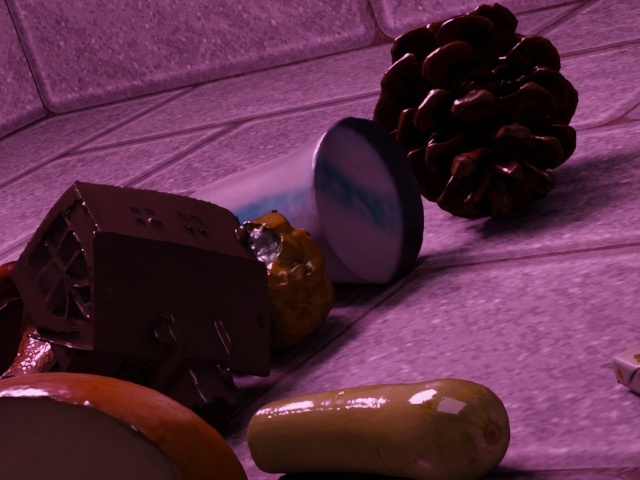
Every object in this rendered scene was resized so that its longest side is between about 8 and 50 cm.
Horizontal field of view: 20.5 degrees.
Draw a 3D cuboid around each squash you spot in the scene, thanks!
[{"bbox_3d":[0.047,0.148,1.376,0.250,0.083,0.083,-7,17,47],"label":"squash"}]

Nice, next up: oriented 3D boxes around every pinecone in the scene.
[{"bbox_3d":[0.181,-0.141,2.048,0.244,0.244,0.309,-18,23,3],"label":"pinecone"}]

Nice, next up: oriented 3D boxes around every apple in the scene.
[{"bbox_3d":[-0.235,0.204,1.428,0.346,0.254,0.179,-15,54,15],"label":"apple"}]

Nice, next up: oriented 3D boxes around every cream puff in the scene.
[{"bbox_3d":[-0.050,0.058,1.811,0.121,0.156,0.156,26,-19,-39],"label":"cream puff"}]

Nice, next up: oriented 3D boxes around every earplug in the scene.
[{"bbox_3d":[-0.063,-0.014,2.005,0.324,0.185,0.185,-14,13,40],"label":"earplug"}]

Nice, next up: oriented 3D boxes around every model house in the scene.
[{"bbox_3d":[-0.159,0.100,1.669,0.211,0.204,0.243,11,34,-41],"label":"model house"}]

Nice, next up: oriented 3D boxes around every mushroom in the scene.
[{"bbox_3d":[-0.314,0.117,1.932,0.227,0.148,0.217,-15,29,35],"label":"mushroom"}]

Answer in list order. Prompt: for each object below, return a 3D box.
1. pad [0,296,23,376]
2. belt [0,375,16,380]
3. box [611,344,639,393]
[{"bbox_3d":[-0.391,0.165,1.725,0.267,0.004,0.181,-42,-12,-28],"label":"pad"},{"bbox_3d":[-0.355,0.197,1.727,0.053,0.071,0.232,5,26,39],"label":"belt"},{"bbox_3d":[0.317,0.098,1.311,0.122,0.032,0.220,-21,13,-12],"label":"box"}]
